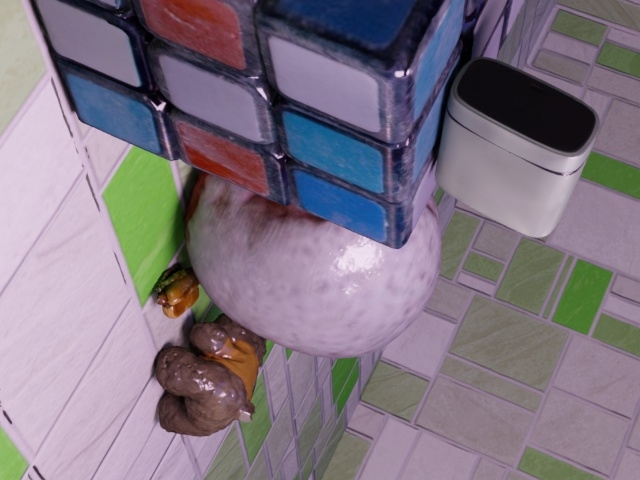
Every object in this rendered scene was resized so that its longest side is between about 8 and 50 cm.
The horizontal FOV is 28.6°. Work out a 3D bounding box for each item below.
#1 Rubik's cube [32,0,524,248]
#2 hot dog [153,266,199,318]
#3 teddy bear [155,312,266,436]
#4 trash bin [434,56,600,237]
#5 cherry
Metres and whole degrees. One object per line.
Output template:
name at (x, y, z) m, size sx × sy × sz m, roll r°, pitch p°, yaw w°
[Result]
Rubik's cube at (-0.011, -0.248, 1.052) m, size 0.363 × 0.358 × 0.362 m, roll 83°, pitch 30°, yaw -64°
hot dog at (-0.181, 0.062, 1.590) m, size 0.133 × 0.041 × 0.056 m, roll -47°, pitch 157°, yaw -75°
teddy bear at (-0.140, 0.178, 1.744) m, size 0.177 × 0.140 × 0.190 m, roll 94°, pitch 14°, yaw -45°
trash bin at (0.152, -0.072, 0.999) m, size 0.059 × 0.116 × 0.130 m, roll -54°, pitch 166°, yaw -24°
cherry at (0.010, 0.001, 1.540) m, size 0.326 × 0.335 × 0.291 m, roll -10°, pitch -135°, yaw 54°
